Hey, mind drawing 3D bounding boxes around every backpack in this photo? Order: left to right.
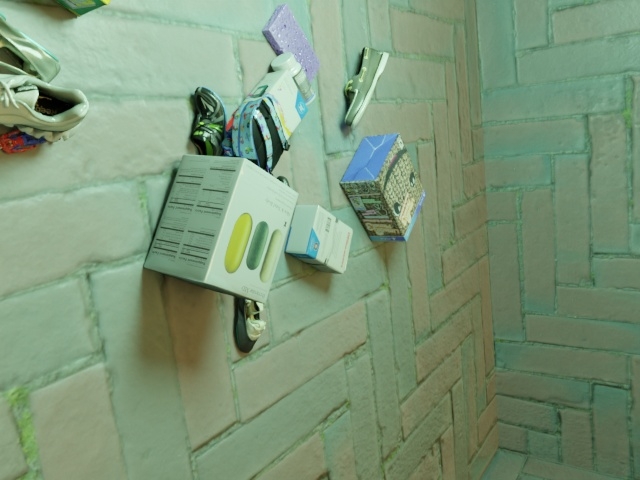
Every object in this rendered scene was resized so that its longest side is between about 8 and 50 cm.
[{"bbox_3d":[-0.155,-0.241,1.282,0.173,0.116,0.158,79,26,-45],"label":"backpack"}]

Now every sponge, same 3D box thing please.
[{"bbox_3d":[-0.075,-0.537,1.550,0.210,0.031,0.117,52,50,-42],"label":"sponge"}]

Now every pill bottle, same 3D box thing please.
[{"bbox_3d":[-0.075,-0.436,1.513,0.137,0.078,0.078,57,48,-38],"label":"pill bottle"}]

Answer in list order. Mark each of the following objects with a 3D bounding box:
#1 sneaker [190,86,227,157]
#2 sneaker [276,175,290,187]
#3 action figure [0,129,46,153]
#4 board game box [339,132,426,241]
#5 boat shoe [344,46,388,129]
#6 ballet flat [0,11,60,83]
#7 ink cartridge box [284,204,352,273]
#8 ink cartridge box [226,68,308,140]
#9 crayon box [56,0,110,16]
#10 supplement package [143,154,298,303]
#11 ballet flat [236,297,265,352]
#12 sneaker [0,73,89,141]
[{"bbox_3d":[-0.257,-0.256,1.270,0.078,0.067,0.188,-27,116,-58],"label":"sneaker"},{"bbox_3d":[-0.130,-0.093,1.472,0.089,0.051,0.171,11,86,-59],"label":"sneaker"},{"bbox_3d":[-0.507,-0.175,0.955,0.115,0.030,0.038,-34,122,-46],"label":"action figure"},{"bbox_3d":[0.220,-0.176,1.889,0.291,0.141,0.232,56,48,-39],"label":"board game box"},{"bbox_3d":[0.130,-0.496,1.794,0.109,0.091,0.305,119,-6,-70],"label":"boat shoe"},{"bbox_3d":[-0.521,-0.330,0.892,0.213,0.072,0.068,44,67,-45],"label":"ballet flat"},{"bbox_3d":[0.000,0.000,1.630,0.203,0.085,0.148,33,65,-51],"label":"ink cartridge box"},{"bbox_3d":[-0.136,-0.317,1.432,0.134,0.077,0.231,59,47,-38],"label":"ink cartridge box"},{"bbox_3d":[-0.482,-0.616,0.905,0.362,0.106,0.314,28,70,-51],"label":"crayon box"},{"bbox_3d":[-0.210,-0.024,1.213,0.199,0.197,0.263,30,73,-52],"label":"supplement package"},{"bbox_3d":[-0.175,0.189,1.404,0.074,0.074,0.204,-8,98,-54],"label":"ballet flat"},{"bbox_3d":[-0.506,-0.219,0.853,0.292,0.118,0.110,-5,93,-43],"label":"sneaker"}]
